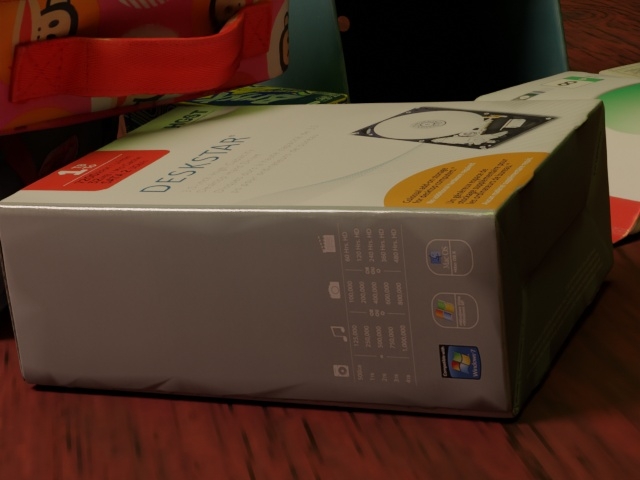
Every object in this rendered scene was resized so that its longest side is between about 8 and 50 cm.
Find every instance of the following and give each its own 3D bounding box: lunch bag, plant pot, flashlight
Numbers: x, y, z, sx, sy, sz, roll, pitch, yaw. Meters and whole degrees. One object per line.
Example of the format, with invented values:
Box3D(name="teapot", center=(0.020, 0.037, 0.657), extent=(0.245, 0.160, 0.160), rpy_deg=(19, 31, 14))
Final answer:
Box3D(name="lunch bag", center=(-0.158, -0.130, 0.867), extent=(0.258, 0.120, 0.293), rpy_deg=(23, 27, 36))
Box3D(name="plant pot", center=(0.036, -0.153, 1.131), extent=(0.166, 0.165, 0.234), rpy_deg=(-13, 10, -22))
Box3D(name="flashlight", center=(-0.179, -0.034, 0.924), extent=(0.103, 0.103, 0.304), rpy_deg=(-38, 7, 12))

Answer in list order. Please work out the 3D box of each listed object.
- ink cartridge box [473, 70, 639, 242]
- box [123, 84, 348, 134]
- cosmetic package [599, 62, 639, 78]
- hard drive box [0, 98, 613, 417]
Box3D(name="ink cartridge box", center=(0.133, -0.047, 0.922), extent=(0.225, 0.056, 0.181), rpy_deg=(-16, 19, -35))
Box3D(name="box", center=(-0.055, -0.067, 1.039), extent=(0.054, 0.059, 0.169), rpy_deg=(-23, 24, -40))
Box3D(name="cosmetic package", center=(0.235, -0.087, 1.033), extent=(0.060, 0.041, 0.115), rpy_deg=(-12, 18, -22))
Box3D(name="hard drive box", center=(0.000, 0.000, 0.741), extent=(0.232, 0.089, 0.181), rpy_deg=(0, 19, 23))
